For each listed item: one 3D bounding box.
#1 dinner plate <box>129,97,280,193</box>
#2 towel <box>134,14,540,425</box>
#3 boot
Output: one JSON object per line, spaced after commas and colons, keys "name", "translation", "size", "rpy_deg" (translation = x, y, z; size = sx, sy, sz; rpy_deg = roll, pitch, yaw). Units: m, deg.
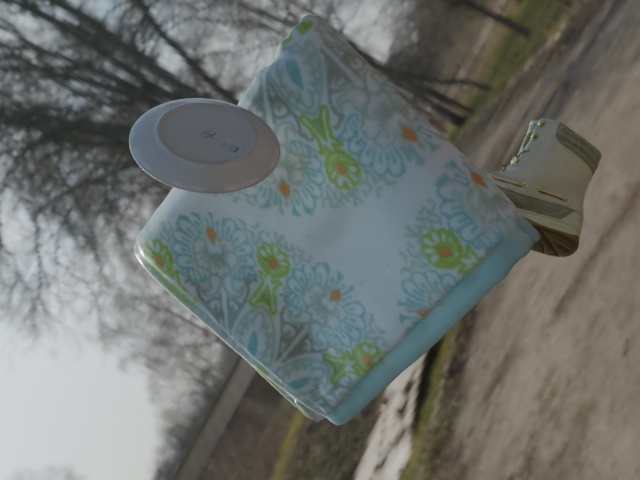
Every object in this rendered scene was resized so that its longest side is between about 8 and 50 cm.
{"name": "dinner plate", "translation": [-0.107, -0.094, 1.092], "size": [0.141, 0.141, 0.017], "rpy_deg": [-61, -12, -46]}
{"name": "towel", "translation": [0.000, 0.000, 1.241], "size": [0.374, 0.320, 0.090], "rpy_deg": [-47, 1, 36]}
{"name": "boot", "translation": [0.238, -0.086, 1.469], "size": [0.077, 0.213, 0.165], "rpy_deg": [108, -175, -60]}
